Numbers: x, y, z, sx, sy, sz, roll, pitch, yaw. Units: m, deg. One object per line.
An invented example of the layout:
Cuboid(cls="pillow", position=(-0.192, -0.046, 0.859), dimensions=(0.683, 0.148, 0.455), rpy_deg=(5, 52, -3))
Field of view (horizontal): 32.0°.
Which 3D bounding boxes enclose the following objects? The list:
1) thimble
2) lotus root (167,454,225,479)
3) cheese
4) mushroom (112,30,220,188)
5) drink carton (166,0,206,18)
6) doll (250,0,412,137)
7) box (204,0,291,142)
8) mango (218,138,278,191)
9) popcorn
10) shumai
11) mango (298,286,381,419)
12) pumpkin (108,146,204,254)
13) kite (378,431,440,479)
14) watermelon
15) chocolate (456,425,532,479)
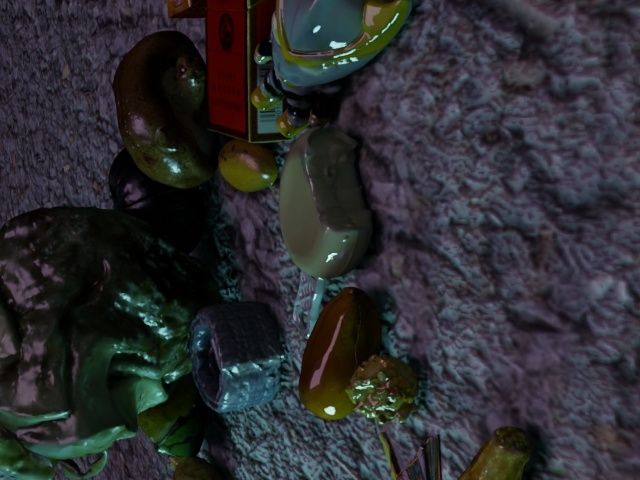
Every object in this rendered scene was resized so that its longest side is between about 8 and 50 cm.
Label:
Cuboid(cls="thimble", position=(-0.119, 0.160, 1.567), dimensions=(0.150, 0.097, 0.150), rpy_deg=(24, 118, 60))
Cuboid(cls="lotus root", position=(-0.193, 0.398, 1.778), dimensions=(0.108, 0.094, 0.191), rpy_deg=(-61, 30, 17))
Cuboid(cls="cheese", position=(-0.009, -0.010, 1.347), dimensions=(0.163, 0.070, 0.249), rpy_deg=(66, 149, 32))
Cuboid(cls="mushroom", position=(-0.221, -0.179, 1.592), dimensions=(0.194, 0.138, 0.231), rpy_deg=(83, -175, -55))
Cuboid(cls="drink carton", position=(-0.184, -0.437, 1.605), dimensions=(0.096, 0.071, 0.223), rpy_deg=(-2, 95, 63))
Cuboid(cls="doll", position=(-0.008, -0.235, 1.269), dimensions=(0.146, 0.103, 0.316), rpy_deg=(69, 155, 19))
Cuboid(cls="box", position=(-0.096, -0.256, 1.468), dimensions=(0.153, 0.074, 0.240), rpy_deg=(-152, 60, -64))
Cuboid(cls="mango", position=(-0.095, -0.101, 1.503), dimensions=(0.114, 0.057, 0.079), rpy_deg=(15, 135, 55))
Cuboid(cls="popcorn", position=(0.069, 0.165, 1.225), dimensions=(0.082, 0.057, 0.083), rpy_deg=(2, 115, 24))
Cuboid(cls="shumai", position=(-0.341, 0.172, 1.620), dimensions=(0.348, 0.395, 0.395), rpy_deg=(-85, 13, -45))
Cuboid(cls="mango", position=(0.028, 0.129, 1.296), dimensions=(0.159, 0.084, 0.105), rpy_deg=(-66, 18, 13))
Cuboid(cls="pumpkin", position=(-0.251, -0.063, 1.739), dimensions=(0.202, 0.140, 0.202), rpy_deg=(162, 90, -73))
Cuboid(cls="kite", position=(0.093, 0.306, 1.273), dimensions=(0.241, 0.014, 0.183), rpy_deg=(121, 137, -52))
Cuboid(cls="watermelon", position=(-0.257, 0.279, 1.828), dimensions=(0.301, 0.129, 0.123), rpy_deg=(-150, 61, -64))
Cuboid(cls="chocolate", position=(0.154, 0.269, 1.084), dimensions=(0.086, 0.085, 0.219), rpy_deg=(56, 139, 43))
